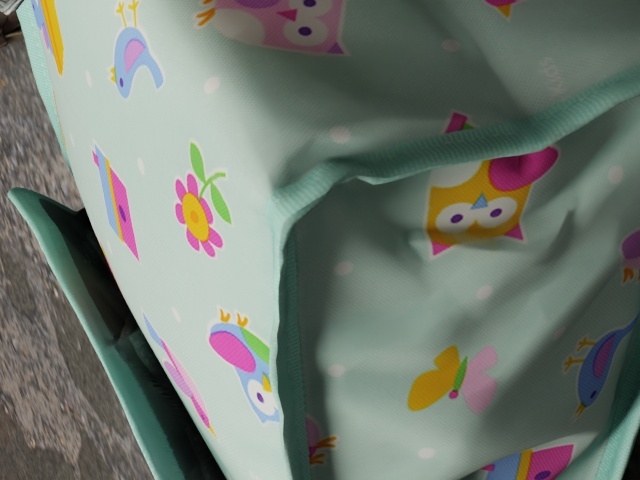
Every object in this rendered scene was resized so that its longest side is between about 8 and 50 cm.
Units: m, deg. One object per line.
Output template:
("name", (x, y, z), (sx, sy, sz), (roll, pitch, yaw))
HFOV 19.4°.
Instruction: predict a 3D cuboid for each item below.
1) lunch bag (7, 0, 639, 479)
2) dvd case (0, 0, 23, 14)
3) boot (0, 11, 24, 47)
("lunch bag", (0.000, 0.000, 0.599), (0.223, 0.160, 0.262), (56, 156, 39))
("dvd case", (-0.055, -0.190, 0.542), (0.018, 0.221, 0.164), (34, -169, -48))
("boot", (-0.216, -0.116, 1.095), (0.118, 0.087, 0.042), (-28, 83, 63))
